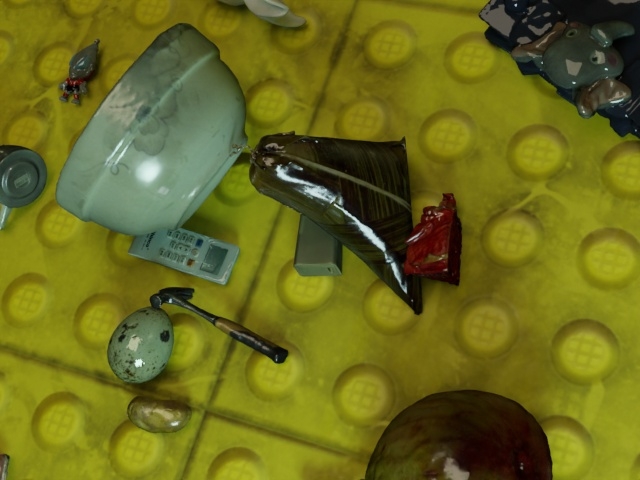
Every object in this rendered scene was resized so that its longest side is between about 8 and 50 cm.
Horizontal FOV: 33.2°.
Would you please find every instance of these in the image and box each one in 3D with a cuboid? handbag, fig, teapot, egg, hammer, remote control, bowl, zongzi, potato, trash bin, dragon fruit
[{"bbox_3d":[0.391,-0.276,1.442,0.326,0.118,0.269,40,84,28],"label":"handbag"},{"bbox_3d":[0.105,0.283,1.272,0.321,0.217,0.216,-10,64,38],"label":"fig"},{"bbox_3d":[-0.487,-0.093,1.636,0.091,0.092,0.124,26,71,41],"label":"teapot"},{"bbox_3d":[-0.243,0.142,1.467,0.085,0.085,0.110,18,69,22],"label":"egg"},{"bbox_3d":[-0.132,0.113,1.467,0.201,0.078,0.021,26,109,14],"label":"hammer"},{"bbox_3d":[-0.195,0.016,1.537,0.162,0.029,0.061,18,76,17],"label":"remote control"},{"bbox_3d":[-0.210,-0.128,1.471,0.163,0.307,0.307,38,82,-2],"label":"bowl"},{"bbox_3d":[0.020,-0.024,1.392,0.111,0.248,0.241,-36,57,52],"label":"zongzi"},{"bbox_3d":[-0.218,0.236,1.444,0.092,0.046,0.045,5,27,9],"label":"potato"},{"bbox_3d":[0.000,0.000,1.480,0.061,0.043,0.092,-2,64,16],"label":"trash bin"},{"bbox_3d":[0.146,-0.006,1.408,0.063,0.097,0.131,-2,68,18],"label":"dragon fruit"}]

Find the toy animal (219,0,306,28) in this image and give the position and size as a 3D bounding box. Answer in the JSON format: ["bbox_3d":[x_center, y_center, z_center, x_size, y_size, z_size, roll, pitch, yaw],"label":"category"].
[{"bbox_3d":[-0.128,-0.385,1.640,0.131,0.103,0.220,-31,63,1],"label":"toy animal"}]

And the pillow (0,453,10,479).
[{"bbox_3d":[-0.543,0.358,1.490,0.233,0.043,0.126,-6,66,13],"label":"pillow"}]

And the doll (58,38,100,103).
[{"bbox_3d":[-0.380,-0.271,1.705,0.057,0.039,0.114,8,75,64],"label":"doll"}]
